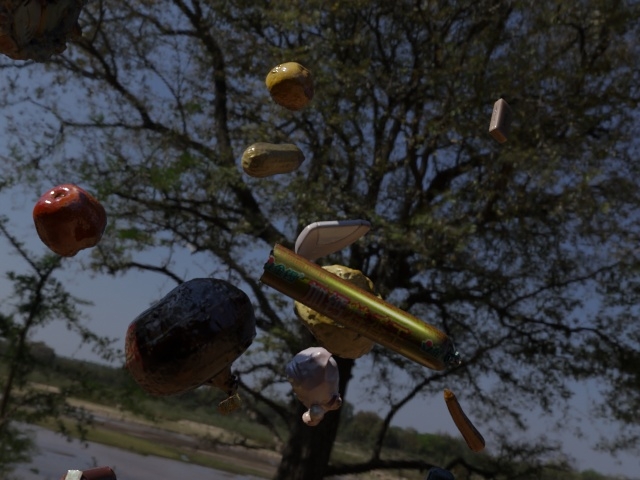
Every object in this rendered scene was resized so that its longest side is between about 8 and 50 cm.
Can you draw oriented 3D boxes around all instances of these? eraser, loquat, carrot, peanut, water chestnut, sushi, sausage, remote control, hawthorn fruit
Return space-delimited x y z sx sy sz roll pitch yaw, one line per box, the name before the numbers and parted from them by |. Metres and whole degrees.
eraser | -0.001 -0.001 1.792 0.204 0.059 0.243 -5 -19 -31
loquat | -0.080 -0.418 1.704 0.137 0.113 0.137 -1 -43 -1
carrot | 0.291 0.372 1.288 0.037 0.037 0.190 -5 -51 44
peanut | -0.148 -0.259 1.981 0.236 0.110 0.120 -14 -6 -42
water chestnut | -0.297 0.256 1.555 0.302 0.350 0.350 57 -26 -2
sushi | -0.657 -0.596 1.461 0.175 0.418 0.417 34 -21 -5
sausage | 0.072 0.124 1.049 0.371 0.082 0.082 28 -18 -1
remote control | 0.261 0.645 1.465 0.072 0.222 0.042 24 -25 -4
hawthorn fruit | -0.640 -0.052 1.591 0.189 0.189 0.189 12 -18 4

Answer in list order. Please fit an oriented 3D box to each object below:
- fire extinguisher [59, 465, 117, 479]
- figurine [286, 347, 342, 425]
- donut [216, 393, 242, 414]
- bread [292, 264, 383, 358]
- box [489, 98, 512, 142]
fire extinguisher | -0.672 0.701 1.783 0.104 0.105 0.269 11 -15 8
figurine | -0.009 0.388 1.658 0.133 0.200 0.276 -18 -44 -4
donut | -0.246 0.446 1.690 0.067 0.038 0.083 -25 -7 -13
bread | 0.055 0.162 1.503 0.244 0.245 0.134 24 -42 -31
box | 0.415 -0.275 1.430 0.048 0.115 0.025 38 -41 -18
